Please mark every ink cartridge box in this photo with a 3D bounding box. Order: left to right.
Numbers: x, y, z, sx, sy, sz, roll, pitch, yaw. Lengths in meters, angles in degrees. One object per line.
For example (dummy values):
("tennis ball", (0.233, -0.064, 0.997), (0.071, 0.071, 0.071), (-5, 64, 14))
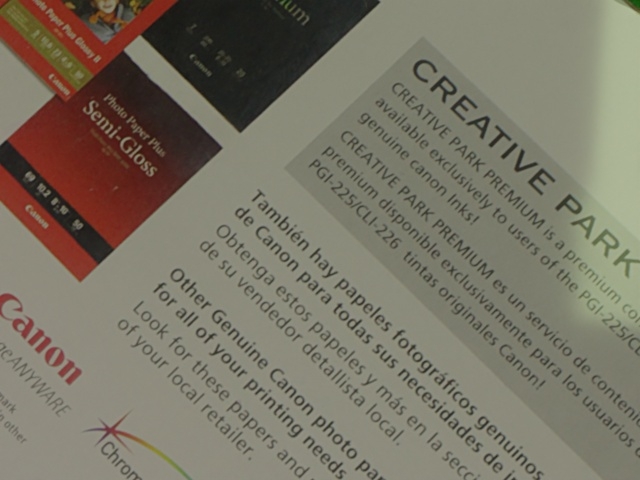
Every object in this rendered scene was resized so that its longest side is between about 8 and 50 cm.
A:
("ink cartridge box", (0.000, 0.000, 0.564), (0.272, 0.130, 0.309), (-44, 81, -7))

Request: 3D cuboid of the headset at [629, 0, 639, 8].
("headset", (0.018, -0.167, 0.763), (0.394, 0.243, 0.185), (-17, 37, -20))
